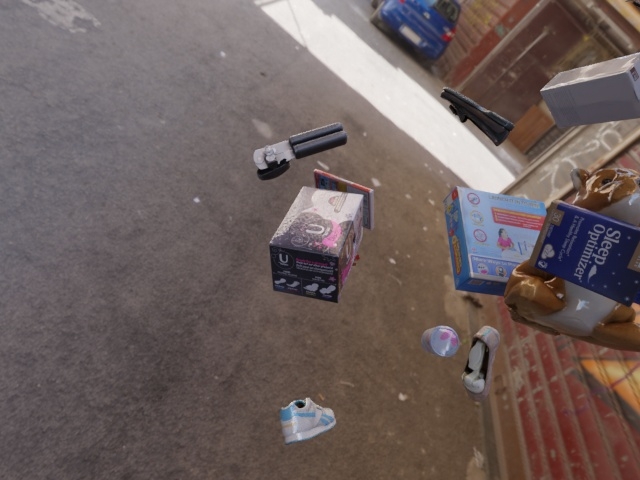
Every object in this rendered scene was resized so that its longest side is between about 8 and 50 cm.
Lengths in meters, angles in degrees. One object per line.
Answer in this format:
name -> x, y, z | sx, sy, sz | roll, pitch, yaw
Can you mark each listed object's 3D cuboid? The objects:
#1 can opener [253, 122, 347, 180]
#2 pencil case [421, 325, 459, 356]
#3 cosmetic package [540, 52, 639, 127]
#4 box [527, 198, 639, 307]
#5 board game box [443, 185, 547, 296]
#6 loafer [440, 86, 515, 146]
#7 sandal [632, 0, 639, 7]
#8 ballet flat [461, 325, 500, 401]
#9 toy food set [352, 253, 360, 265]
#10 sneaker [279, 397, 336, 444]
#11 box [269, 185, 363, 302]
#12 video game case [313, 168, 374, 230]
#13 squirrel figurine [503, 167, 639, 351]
can opener -> -0.060, -0.261, 1.370 | 0.093, 0.280, 0.074 | 73, -5, -60
pencil case -> 0.478, 0.409, 1.922 | 0.273, 0.113, 0.124 | 71, 5, -75
cosmetic package -> 0.636, -0.337, 1.091 | 0.117, 0.085, 0.231 | 51, -13, -20
box -> 0.512, 0.026, 0.866 | 0.225, 0.137, 0.036 | 27, 27, 34
board game box -> 0.530, 0.010, 1.395 | 0.307, 0.086, 0.302 | 9, 59, -12
loafer -> 0.482, -0.397, 1.520 | 0.267, 0.084, 0.096 | 40, 24, 25
sandal -> 0.998, -0.686, 1.412 | 0.179, 0.067, 0.040 | 34, -13, 17
ballet flat -> 0.550, 0.450, 1.688 | 0.107, 0.317, 0.106 | 20, 26, 41
toy food set -> 0.099, 0.074, 1.748 | 0.122, 0.019, 0.078 | -28, 88, -36
sneaker -> -0.027, 0.452, 1.231 | 0.228, 0.087, 0.092 | 23, 48, -66
box -> 0.000, 0.000, 1.109 | 0.163, 0.142, 0.247 | 9, 40, 14
video game case -> 0.097, -0.169, 1.985 | 0.285, 0.204, 0.025 | 24, 52, 29
squirrel figurine -> 0.583, 0.027, 1.080 | 0.280, 0.371, 0.397 | 21, -10, 10
